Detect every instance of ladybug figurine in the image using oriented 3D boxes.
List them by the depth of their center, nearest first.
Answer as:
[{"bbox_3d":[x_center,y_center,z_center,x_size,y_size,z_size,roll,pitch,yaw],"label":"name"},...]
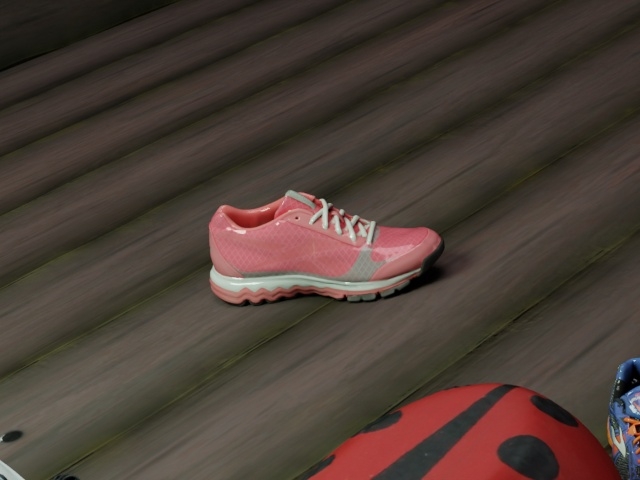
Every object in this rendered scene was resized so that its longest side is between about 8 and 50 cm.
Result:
[{"bbox_3d":[0.096,0.251,1.329,0.305,0.162,0.449,6,26,35],"label":"ladybug figurine"}]

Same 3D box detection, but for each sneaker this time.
[{"bbox_3d":[0.309,0.185,1.499,0.083,0.087,0.221,-10,22,2],"label":"sneaker"},{"bbox_3d":[0.000,0.000,2.021,0.313,0.136,0.116,-6,23,10],"label":"sneaker"}]

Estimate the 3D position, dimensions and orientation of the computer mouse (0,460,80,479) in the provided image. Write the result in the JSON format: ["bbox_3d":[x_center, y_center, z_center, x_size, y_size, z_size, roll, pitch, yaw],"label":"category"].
[{"bbox_3d":[-0.340,0.246,1.607,0.193,0.042,0.106,19,28,7],"label":"computer mouse"}]
